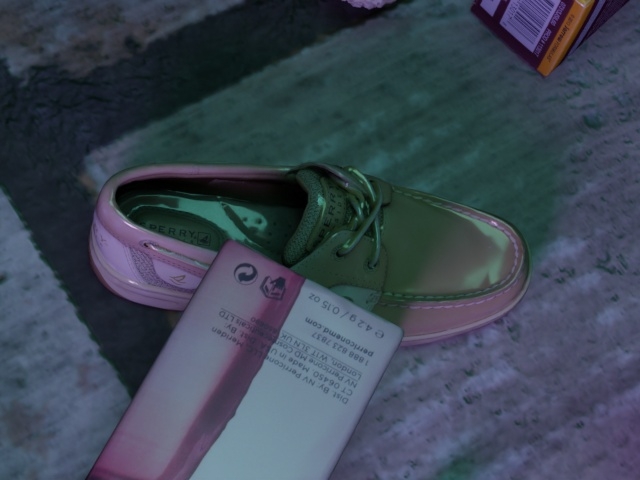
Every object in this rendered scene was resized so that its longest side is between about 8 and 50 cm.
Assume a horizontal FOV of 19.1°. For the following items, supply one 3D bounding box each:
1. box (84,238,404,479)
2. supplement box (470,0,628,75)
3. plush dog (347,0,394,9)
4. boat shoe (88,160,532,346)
[{"bbox_3d":[-0.064,0.142,1.157,0.127,0.148,0.232,29,64,2],"label":"box"},{"bbox_3d":[0.209,-0.223,1.396,0.081,0.104,0.188,43,65,9],"label":"supplement box"},{"bbox_3d":[-0.021,-0.316,1.324,0.211,0.225,0.262,2,67,-11],"label":"plush dog"},{"bbox_3d":[0.000,0.000,1.259,0.302,0.098,0.109,7,66,-8],"label":"boat shoe"}]
